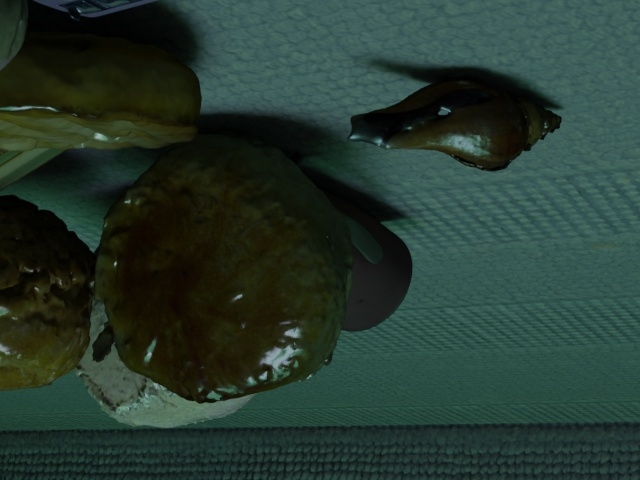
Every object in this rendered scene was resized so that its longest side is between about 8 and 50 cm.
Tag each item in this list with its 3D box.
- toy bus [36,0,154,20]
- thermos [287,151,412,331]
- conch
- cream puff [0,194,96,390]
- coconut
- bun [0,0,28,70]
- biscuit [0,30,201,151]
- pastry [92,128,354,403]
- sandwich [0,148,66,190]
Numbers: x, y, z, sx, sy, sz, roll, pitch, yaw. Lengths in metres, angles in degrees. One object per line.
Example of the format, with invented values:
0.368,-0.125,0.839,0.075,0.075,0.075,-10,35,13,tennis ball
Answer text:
-0.137,-0.237,1.016,0.198,0.096,0.108,-9,163,29,toy bus
0.000,0.000,1.658,0.176,0.146,0.265,7,159,37,thermos
0.144,-0.119,1.326,0.232,0.086,0.080,13,160,-30,conch
-0.428,0.051,1.583,0.327,0.231,0.343,4,-177,-35,cream puff
-0.179,0.101,1.765,0.297,0.297,0.254,-3,167,23,coconut
-0.315,-0.213,1.058,0.128,0.178,0.193,-36,122,2,bun
-0.261,-0.142,1.282,0.296,0.102,0.296,1,177,0,biscuit
-0.116,0.030,1.504,0.329,0.330,0.136,-5,-173,28,pastry
-0.321,-0.099,1.463,0.163,0.113,0.079,1,162,10,sandwich
